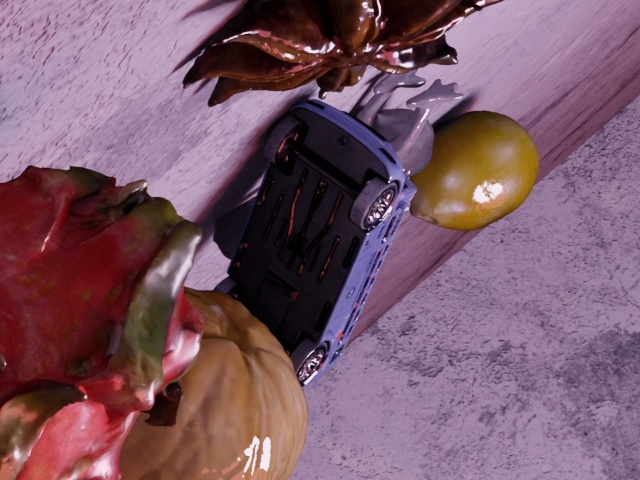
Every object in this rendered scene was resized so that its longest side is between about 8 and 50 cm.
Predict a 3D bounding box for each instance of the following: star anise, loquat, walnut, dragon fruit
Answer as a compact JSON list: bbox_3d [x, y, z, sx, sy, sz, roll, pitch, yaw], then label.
[{"bbox_3d":[0.012,-0.173,1.442,0.272,0.102,0.272,-14,169,-3],"label":"star anise"},{"bbox_3d":[0.186,-0.084,2.473,0.195,0.152,0.152,-45,174,-28],"label":"loquat"},{"bbox_3d":[-0.167,0.186,1.808,0.313,0.252,0.277,-47,172,29],"label":"walnut"},{"bbox_3d":[-0.203,0.076,1.187,0.302,0.231,0.237,-52,162,-14],"label":"dragon fruit"}]

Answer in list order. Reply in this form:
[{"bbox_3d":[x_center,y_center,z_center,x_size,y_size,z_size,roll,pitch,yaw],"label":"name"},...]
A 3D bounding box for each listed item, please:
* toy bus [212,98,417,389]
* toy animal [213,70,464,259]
[{"bbox_3d":[0.000,0.000,1.870,0.133,0.125,0.292,-29,149,-50],"label":"toy bus"},{"bbox_3d":[0.056,-0.096,2.023,0.367,0.081,0.206,-25,159,-52],"label":"toy animal"}]
